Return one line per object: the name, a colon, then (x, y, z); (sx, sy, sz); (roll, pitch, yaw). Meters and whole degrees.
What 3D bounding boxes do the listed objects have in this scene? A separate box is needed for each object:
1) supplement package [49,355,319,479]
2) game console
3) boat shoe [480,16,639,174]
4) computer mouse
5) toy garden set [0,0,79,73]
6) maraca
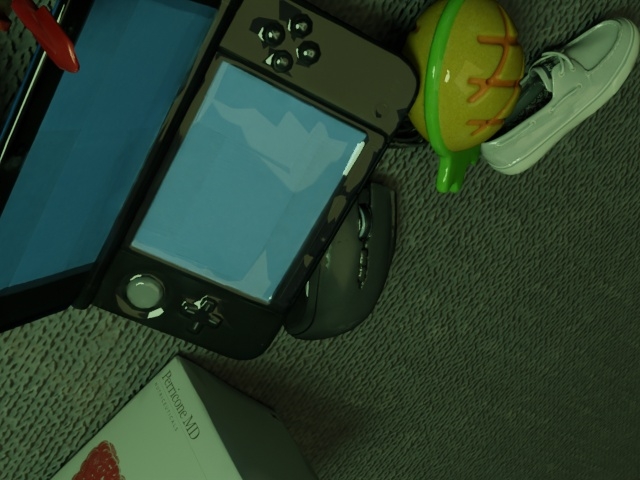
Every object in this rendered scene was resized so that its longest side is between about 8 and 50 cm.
supplement package: (-0.154, 0.290, 0.764); (0.293, 0.177, 0.175); (-45, 134, 3)
game console: (-0.085, -0.031, 0.561); (0.250, 0.173, 0.293); (24, 109, -18)
boat shoe: (0.219, -0.145, 0.765); (0.184, 0.066, 0.063); (-42, 136, 15)
computer mouse: (0.000, 0.000, 0.729); (0.184, 0.060, 0.262); (0, 122, -34)
toy garden set: (-0.155, -0.195, 0.396); (0.204, 0.244, 0.049); (-50, 173, 13)
maraca: (0.119, -0.123, 0.682); (0.127, 0.099, 0.185); (-51, 146, -32)
